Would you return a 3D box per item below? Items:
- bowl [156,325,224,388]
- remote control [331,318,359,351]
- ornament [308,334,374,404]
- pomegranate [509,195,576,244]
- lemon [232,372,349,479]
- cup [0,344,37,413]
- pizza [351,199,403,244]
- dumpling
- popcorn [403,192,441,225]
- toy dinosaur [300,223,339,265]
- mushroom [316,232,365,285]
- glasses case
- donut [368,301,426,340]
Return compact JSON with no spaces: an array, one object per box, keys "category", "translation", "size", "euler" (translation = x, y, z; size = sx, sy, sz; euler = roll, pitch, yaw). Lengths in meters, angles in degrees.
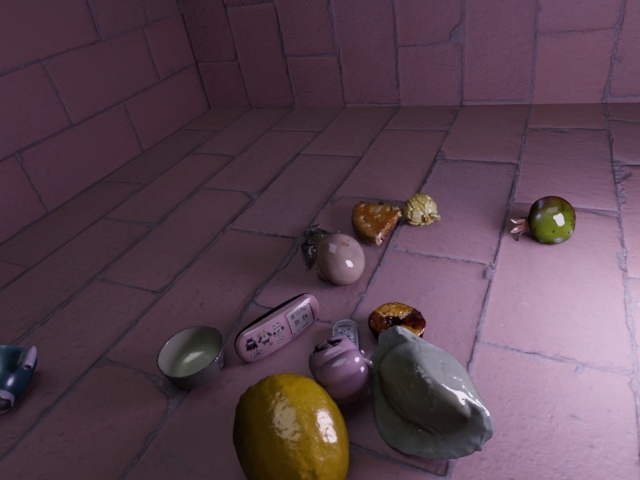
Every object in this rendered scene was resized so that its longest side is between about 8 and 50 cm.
[{"category":"bowl","translation":[-0.392,0.380,1.429],"size":[0.211,0.112,0.212],"euler":[-9,35,6]},{"category":"remote control","translation":[0.077,0.342,1.407],"size":[0.086,0.047,0.244],"euler":[-3,34,6]},{"category":"ornament","translation":[0.059,0.344,1.229],"size":[0.177,0.178,0.178],"euler":[-8,34,5]},{"category":"pomegranate","translation":[0.819,-0.069,1.683],"size":[0.224,0.182,0.182],"euler":[-8,31,32]},{"category":"lemon","translation":[-0.064,0.472,1.076],"size":[0.316,0.286,0.285],"euler":[34,51,18]},{"category":"cup","translation":[-1.032,0.456,1.472],"size":[0.299,0.167,0.173],"euler":[-33,41,15]},{"category":"pizza","translation":[0.249,-0.084,1.936],"size":[0.228,0.082,0.290],"euler":[-21,36,-4]},{"category":"dumpling","translation":[0.254,0.372,1.169],"size":[0.269,0.212,0.321],"euler":[-18,22,-4]},{"category":"popcorn","translation":[0.421,-0.130,1.911],"size":[0.141,0.136,0.162],"euler":[-11,31,-13]},{"category":"toy dinosaur","translation":[0.002,0.006,1.892],"size":[0.162,0.077,0.294],"euler":[-9,20,11]},{"category":"mushroom","translation":[0.060,0.079,1.698],"size":[0.204,0.204,0.204],"euler":[-8,34,5]},{"category":"glasses case","translation":[-0.137,0.283,1.485],"size":[0.314,0.122,0.075],"euler":[-29,33,-25]},{"category":"donut","translation":[0.242,0.274,1.430],"size":[0.183,0.074,0.166],"euler":[17,44,36]}]
